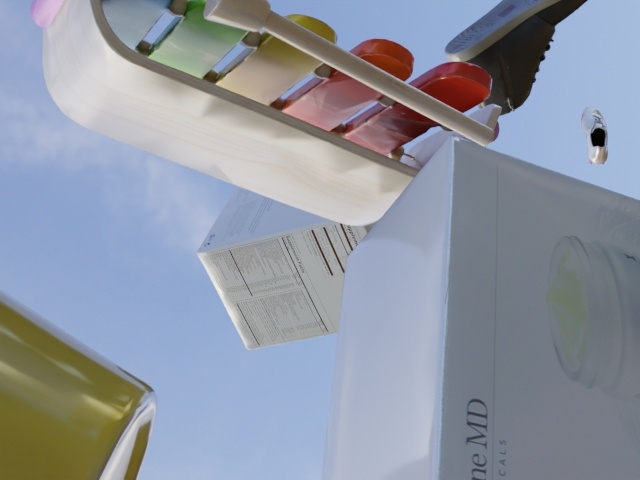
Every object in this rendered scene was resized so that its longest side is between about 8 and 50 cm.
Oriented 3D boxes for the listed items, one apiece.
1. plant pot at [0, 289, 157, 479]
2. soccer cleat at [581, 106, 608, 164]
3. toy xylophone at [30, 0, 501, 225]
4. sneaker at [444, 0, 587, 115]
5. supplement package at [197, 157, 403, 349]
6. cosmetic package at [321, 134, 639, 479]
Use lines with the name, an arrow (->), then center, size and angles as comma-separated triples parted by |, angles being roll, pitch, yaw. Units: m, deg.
plant pot -> -0.221, 0.105, 0.531 | 0.254, 0.239, 0.254 | 20, -90, -88
soccer cleat -> 0.311, -0.123, 1.209 | 0.035, 0.029, 0.083 | 85, -172, -55
toy xylophone -> -0.021, -0.097, 0.687 | 0.323, 0.236, 0.081 | 23, -113, -30
sneaker -> 0.281, -0.265, 1.433 | 0.222, 0.083, 0.118 | -32, -62, 2
supplement package -> 0.000, 0.000, 1.258 | 0.149, 0.203, 0.194 | 65, -154, -26
cosmetic package -> 0.127, 0.101, 0.522 | 0.225, 0.138, 0.224 | 16, -124, -14
